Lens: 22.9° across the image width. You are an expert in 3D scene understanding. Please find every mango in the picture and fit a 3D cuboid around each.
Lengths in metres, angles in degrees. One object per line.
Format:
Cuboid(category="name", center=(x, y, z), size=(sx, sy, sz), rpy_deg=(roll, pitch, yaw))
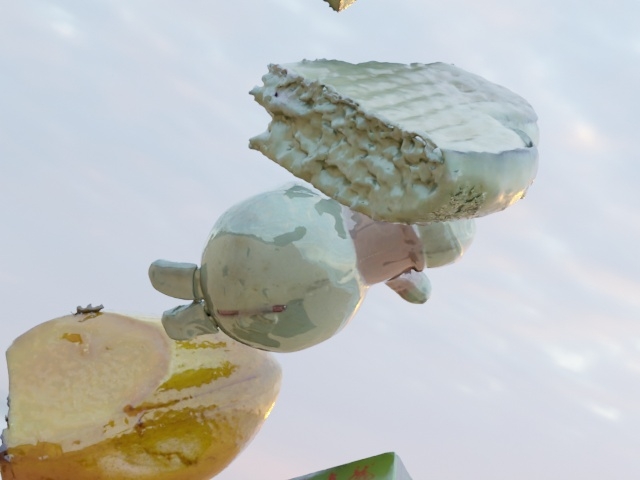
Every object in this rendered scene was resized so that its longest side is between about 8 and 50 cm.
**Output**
Cuboid(category="mango", center=(-0.162, 0.158, 1.465), size=(0.257, 0.187, 0.138), rpy_deg=(-2, -17, -4))

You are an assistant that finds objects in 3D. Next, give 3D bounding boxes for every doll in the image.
Cuboid(category="doll", center=(0.008, 0.004, 1.206), size=(0.113, 0.275, 0.155), rpy_deg=(42, -26, 54))

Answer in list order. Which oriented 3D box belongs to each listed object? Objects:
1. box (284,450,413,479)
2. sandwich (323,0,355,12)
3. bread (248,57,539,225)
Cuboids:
Cuboid(category="box", center=(0.038, 0.301, 1.216), size=(0.173, 0.043, 0.311), rpy_deg=(-17, -58, 17))
Cuboid(category="sandwich", center=(0.079, -0.335, 1.314), size=(0.063, 0.212, 0.245), rpy_deg=(40, -33, 20))
Cuboid(category="bread", center=(0.040, -0.058, 0.900), size=(0.172, 0.064, 0.232), rpy_deg=(12, 16, 2))
